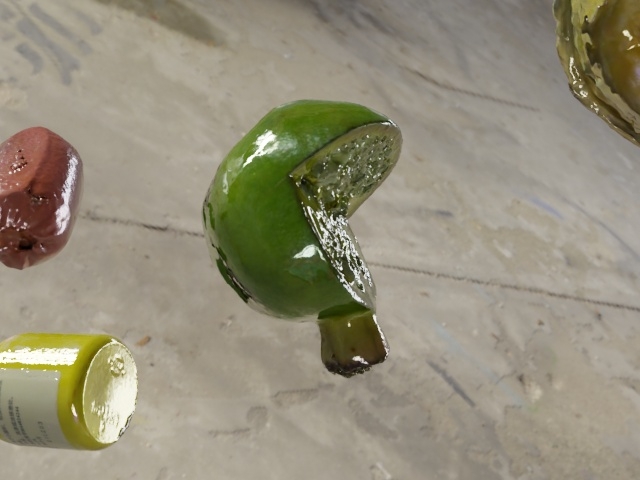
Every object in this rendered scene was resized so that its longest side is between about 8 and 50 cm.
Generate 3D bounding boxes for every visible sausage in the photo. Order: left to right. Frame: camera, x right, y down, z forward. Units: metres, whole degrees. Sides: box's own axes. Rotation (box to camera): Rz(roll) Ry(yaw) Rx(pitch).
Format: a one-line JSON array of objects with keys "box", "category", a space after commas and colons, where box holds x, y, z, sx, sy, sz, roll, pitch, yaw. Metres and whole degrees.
[{"box": [-0.443, -0.072, 1.272, 0.152, 0.152, 0.280, 23, 26, -21], "category": "sausage"}]

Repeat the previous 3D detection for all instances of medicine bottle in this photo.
[{"box": [-0.316, 0.159, 0.891, 0.212, 0.122, 0.122, -1, 25, 18], "category": "medicine bottle"}]

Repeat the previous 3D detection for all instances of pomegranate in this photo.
[{"box": [-0.013, -0.003, 0.520, 0.122, 0.169, 0.143, 4, 7, 8], "category": "pomegranate"}]

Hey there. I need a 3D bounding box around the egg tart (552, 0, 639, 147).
[{"box": [0.338, -0.194, 0.710, 0.315, 0.315, 0.120, 41, 42, 7], "category": "egg tart"}]
